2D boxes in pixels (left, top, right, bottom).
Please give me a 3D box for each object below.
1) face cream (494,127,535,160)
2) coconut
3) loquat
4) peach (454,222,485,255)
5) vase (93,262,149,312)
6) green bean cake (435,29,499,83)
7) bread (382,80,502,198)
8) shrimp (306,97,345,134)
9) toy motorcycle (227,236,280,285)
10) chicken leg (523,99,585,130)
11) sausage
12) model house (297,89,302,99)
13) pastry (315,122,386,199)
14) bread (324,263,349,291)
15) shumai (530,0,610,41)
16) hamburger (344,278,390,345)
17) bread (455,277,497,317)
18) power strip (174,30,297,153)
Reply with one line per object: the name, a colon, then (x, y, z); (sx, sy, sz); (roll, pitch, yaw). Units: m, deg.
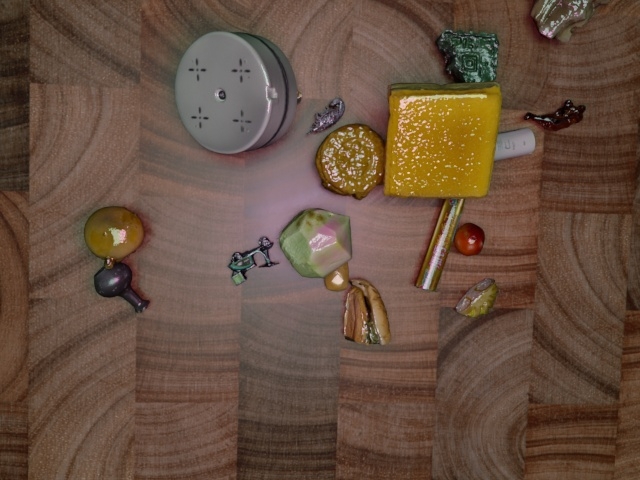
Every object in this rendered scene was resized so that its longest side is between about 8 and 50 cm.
face cream: (0.532, -0.295, 1.662); (0.310, 0.092, 0.093); (-12, 94, -3)
coconut: (0.000, 0.000, 1.577); (0.236, 0.236, 0.205); (-41, 112, -1)
loquat: (-0.623, -0.011, 1.544); (0.172, 0.149, 0.205); (3, 71, -12)
peach: (0.488, -0.005, 1.671); (0.100, 0.101, 0.101); (0, 93, -5)
vase: (-0.612, 0.153, 1.587); (0.120, 0.120, 0.183); (-39, 110, -2)
green bean cake: (0.465, -0.558, 1.634); (0.193, 0.107, 0.209); (3, 95, -6)
bread: (0.348, -0.290, 1.487); (0.323, 0.143, 0.334); (3, 115, 3)
shrimp: (0.014, -0.390, 1.630); (0.165, 0.056, 0.065); (-38, 111, -12)
toy motorcycle: (-0.216, 0.064, 1.637); (0.173, 0.058, 0.100); (-30, 102, -1)
chicken leg: (0.782, -0.409, 1.697); (0.218, 0.048, 0.090); (-17, 92, -4)
sausage: (0.403, -0.013, 1.674); (0.082, 0.082, 0.372); (18, 91, -6)
model house: (-0.149, -0.440, 1.592); (0.149, 0.100, 0.127); (-42, 95, 0)
pastry: (0.102, -0.247, 1.607); (0.240, 0.132, 0.235); (-31, 95, -2)
bread: (0.053, 0.111, 1.661); (0.082, 0.056, 0.115); (2, 93, -6)
shumai: (0.792, -0.810, 1.645); (0.345, 0.217, 0.283); (19, 124, 7)
hamburger: (0.162, 0.226, 1.635); (0.135, 0.155, 0.208); (3, 84, -27)
bread: (0.529, 0.206, 1.702); (0.157, 0.083, 0.095); (-29, 107, -4)
power strip: (-0.254, -0.428, 1.485); (0.357, 0.161, 0.358); (9, 110, 25)
